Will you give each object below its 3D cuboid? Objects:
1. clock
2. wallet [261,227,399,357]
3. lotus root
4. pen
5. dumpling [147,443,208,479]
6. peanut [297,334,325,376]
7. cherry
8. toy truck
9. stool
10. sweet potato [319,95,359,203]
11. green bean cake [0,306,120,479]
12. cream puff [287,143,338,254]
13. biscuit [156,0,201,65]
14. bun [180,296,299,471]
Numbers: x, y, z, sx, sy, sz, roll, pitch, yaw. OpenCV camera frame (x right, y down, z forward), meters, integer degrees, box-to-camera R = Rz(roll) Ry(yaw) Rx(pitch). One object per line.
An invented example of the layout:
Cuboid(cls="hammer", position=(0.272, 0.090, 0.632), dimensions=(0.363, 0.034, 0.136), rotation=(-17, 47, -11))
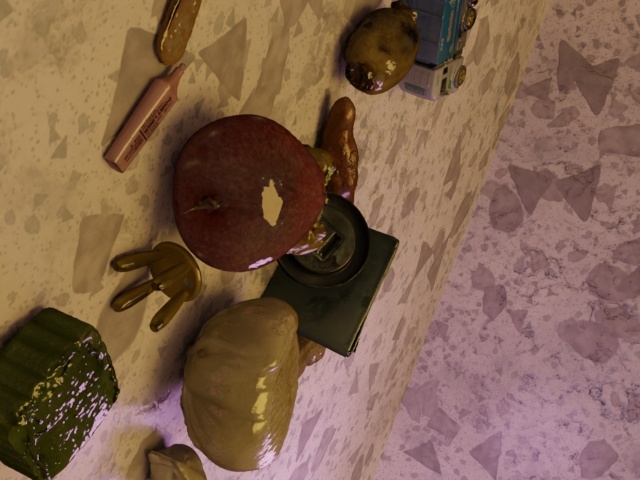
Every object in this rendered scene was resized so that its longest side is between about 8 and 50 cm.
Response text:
Cuboid(cls="clock", position=(0.000, 0.000, 1.882), dimensions=(0.215, 0.215, 0.042), rotation=(-62, -176, -16))
Cuboid(cls="wallet", position=(0.017, 0.089, 1.949), dimensions=(0.290, 0.251, 0.054), rotation=(-63, 155, -10))
Cuboid(cls="lotus root", position=(0.147, -0.431, 1.909), dimensions=(0.154, 0.154, 0.278), rotation=(87, 27, -47))
Cuboid(cls="pen", position=(-0.257, -0.190, 1.311), dimensions=(0.197, 0.032, 0.053), rotation=(-60, 157, -16))
Cuboid(cls="dumpling", position=(-0.282, 0.485, 1.774), dimensions=(0.118, 0.136, 0.199), rotation=(-52, 144, -19))
Cuboid(cls="peanut", position=(-0.070, 0.264, 2.077), dimensions=(0.298, 0.120, 0.136), rotation=(-16, 107, -65))
Cuboid(cls="cherry", position=(-0.118, -0.083, 1.460), dimensions=(0.307, 0.221, 0.261), rotation=(-14, 114, -42))
Cuboid(cls="toy truck", position=(0.283, -0.526, 2.144), dimensions=(0.175, 0.146, 0.367), rotation=(-37, 141, -41))
Cuboid(cls="stool", position=(-0.269, 0.072, 1.430), dimensions=(0.110, 0.135, 0.134), rotation=(-34, 96, -51))
Cuboid(cls="sweet potato", position=(0.042, -0.165, 1.974), dimensions=(0.106, 0.095, 0.355), rotation=(-48, 150, -33))
Cuboid(cls="green bean cake", position=(-0.396, 0.226, 1.265), dimensions=(0.200, 0.113, 0.214), rotation=(-54, 154, -31))
Cuboid(cls="cream puff", position=(-0.076, -0.081, 1.676), dimensions=(0.194, 0.194, 0.221), rotation=(13, 87, -69))
Cuboid(cls="biscuit", position=(-0.210, -0.333, 1.305), dimensions=(0.147, 0.018, 0.071), rotation=(-71, 161, 4))
Cuboid(cls="bun", position=(-0.164, 0.284, 1.745), dimensions=(0.365, 0.219, 0.365), rotation=(10, 90, -81))
